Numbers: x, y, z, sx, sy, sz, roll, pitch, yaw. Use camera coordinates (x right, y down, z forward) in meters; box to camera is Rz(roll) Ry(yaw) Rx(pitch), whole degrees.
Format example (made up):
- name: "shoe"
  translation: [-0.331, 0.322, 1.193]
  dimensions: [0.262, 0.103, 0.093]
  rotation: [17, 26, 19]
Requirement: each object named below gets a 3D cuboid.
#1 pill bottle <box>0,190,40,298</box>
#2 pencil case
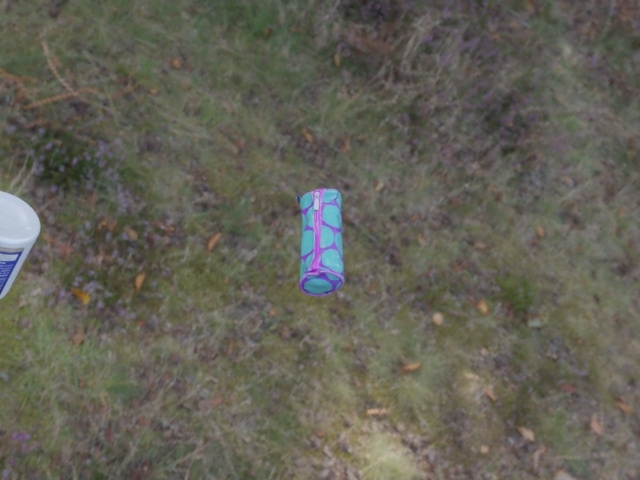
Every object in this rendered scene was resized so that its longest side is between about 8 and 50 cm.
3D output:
- name: "pill bottle"
  translation: [-0.499, 0.027, 1.288]
  dimensions: [0.112, 0.186, 0.112]
  rotation: [27, 30, -17]
- name: "pencil case"
  translation: [0.000, 0.000, 1.222]
  dimensions: [0.065, 0.070, 0.151]
  rotation: [-9, 56, 11]
